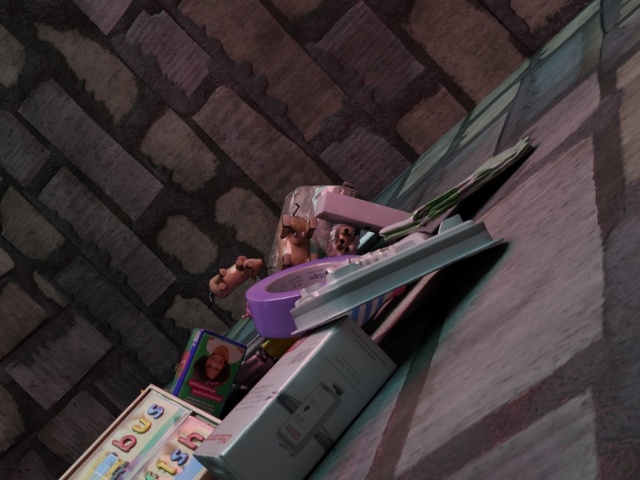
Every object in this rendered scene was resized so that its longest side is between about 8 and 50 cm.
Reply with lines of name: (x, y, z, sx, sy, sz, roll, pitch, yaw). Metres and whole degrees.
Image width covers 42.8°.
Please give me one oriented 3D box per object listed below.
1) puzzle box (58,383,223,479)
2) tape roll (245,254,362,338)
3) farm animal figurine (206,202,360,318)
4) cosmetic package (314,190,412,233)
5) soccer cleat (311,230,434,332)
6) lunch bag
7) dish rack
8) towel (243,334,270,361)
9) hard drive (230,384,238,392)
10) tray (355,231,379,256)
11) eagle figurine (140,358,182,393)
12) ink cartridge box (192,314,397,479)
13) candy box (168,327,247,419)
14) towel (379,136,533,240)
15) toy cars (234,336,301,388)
puzzle box: (-0.367, 0.477, 1.560, 0.272, 0.052, 0.409, 16, 50, 35)
tape roll: (-0.019, 0.118, 1.775, 0.275, 0.090, 0.275, -16, 10, 3)
farm animal figurine: (-0.092, 0.074, 2.049, 0.172, 0.330, 0.326, 128, 160, -70)
cosmetic package: (0.112, -0.063, 2.126, 0.099, 0.239, 0.060, 144, 139, -72)
soccer cleat: (0.097, 0.068, 1.597, 0.331, 0.143, 0.116, -46, 5, -26)
lunch bag: (0.000, 0.000, 2.270, 0.256, 0.213, 0.305, 160, 127, -70)
dish rack: (0.108, 0.053, 1.351, 0.333, 0.072, 0.285, -24, -4, -20)
towel: (-0.142, 0.285, 2.135, 0.113, 0.023, 0.152, -42, -29, 17)
hard drive: (-0.320, 0.473, 2.136, 0.307, 0.040, 0.203, -47, -6, -22)
tray: (0.092, 0.053, 2.533, 0.270, 0.030, 0.145, -43, 5, 16)
eagle figurine: (-0.457, 0.522, 2.518, 0.226, 0.225, 0.298, 43, -124, -56)
ink cartridge box: (-0.043, 0.261, 1.249, 0.283, 0.117, 0.207, -46, 5, -23)
candy box: (-0.290, 0.367, 1.872, 0.268, 0.122, 0.317, 156, 135, -76)
towel: (0.290, -0.107, 1.776, 0.325, 0.038, 0.248, -35, 1, -15)
toy cars: (-0.110, 0.283, 1.939, 0.176, 0.087, 0.393, -33, -8, -37)
